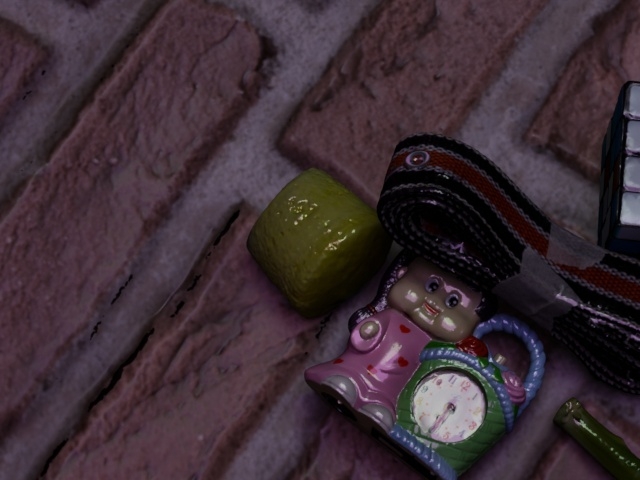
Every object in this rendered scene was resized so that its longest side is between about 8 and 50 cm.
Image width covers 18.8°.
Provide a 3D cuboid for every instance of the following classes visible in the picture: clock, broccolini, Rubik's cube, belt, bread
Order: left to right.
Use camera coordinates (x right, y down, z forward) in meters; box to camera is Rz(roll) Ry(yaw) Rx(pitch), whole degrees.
[{"bbox_3d":[0.000,0.000,1.912,0.129,0.111,0.114,-40,67,-19],"label":"bread"},{"bbox_3d":[0.113,0.117,1.873,0.194,0.100,0.195,36,75,7],"label":"clock"},{"bbox_3d":[0.210,0.025,1.838,0.359,0.126,0.094,32,56,-12],"label":"belt"},{"bbox_3d":[0.359,-0.051,1.912,0.155,0.151,0.154,7,69,1],"label":"Rubik's cube"},{"bbox_3d":[0.347,0.284,1.785,0.079,0.074,0.392,-43,63,-10],"label":"broccolini"}]
